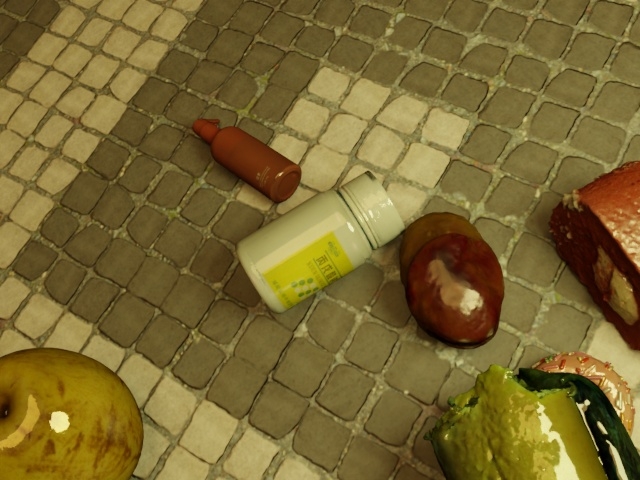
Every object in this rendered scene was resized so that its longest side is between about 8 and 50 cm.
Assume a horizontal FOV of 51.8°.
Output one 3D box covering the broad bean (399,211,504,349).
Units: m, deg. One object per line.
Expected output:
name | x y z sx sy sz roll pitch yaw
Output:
broad bean | 0.204 0.056 1.029 0.156 0.122 0.228 -12 68 11

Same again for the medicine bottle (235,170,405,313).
medicine bottle | 0.000 0.000 1.090 0.258 0.143 0.143 -32 64 -2

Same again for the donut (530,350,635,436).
donut | 0.385 0.217 0.947 0.166 0.065 0.117 39 81 23

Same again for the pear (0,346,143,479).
pear | -0.415 0.294 0.997 0.281 0.280 0.280 -5 66 11

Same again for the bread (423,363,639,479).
bread | 0.282 0.342 0.817 0.251 0.208 0.376 -42 57 41

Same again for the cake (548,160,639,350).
cake | 0.463 0.020 0.952 0.151 0.177 0.283 -28 65 1

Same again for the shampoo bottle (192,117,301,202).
shampoo bottle | -0.146 -0.162 1.230 0.244 0.085 0.085 37 79 26
